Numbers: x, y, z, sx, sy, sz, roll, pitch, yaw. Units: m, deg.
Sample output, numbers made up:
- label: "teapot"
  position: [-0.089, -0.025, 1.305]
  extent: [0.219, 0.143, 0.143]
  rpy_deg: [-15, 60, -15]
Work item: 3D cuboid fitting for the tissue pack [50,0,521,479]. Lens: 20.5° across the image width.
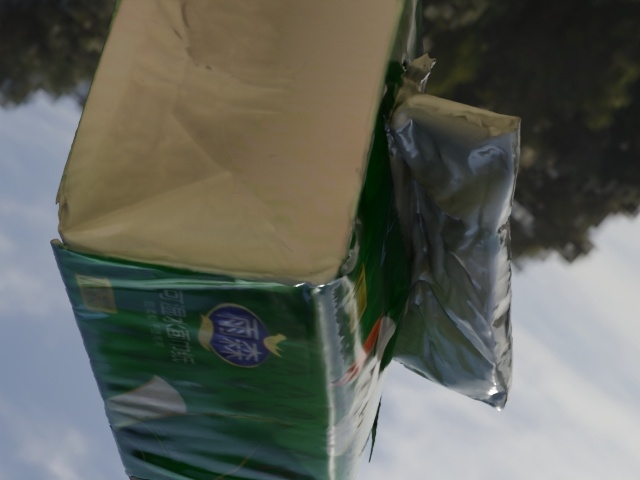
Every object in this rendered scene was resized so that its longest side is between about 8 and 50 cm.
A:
- label: "tissue pack"
  position: [0.001, -0.001, 0.671]
  extent: [0.156, 0.148, 0.209]
  rpy_deg: [7, 151, 6]
